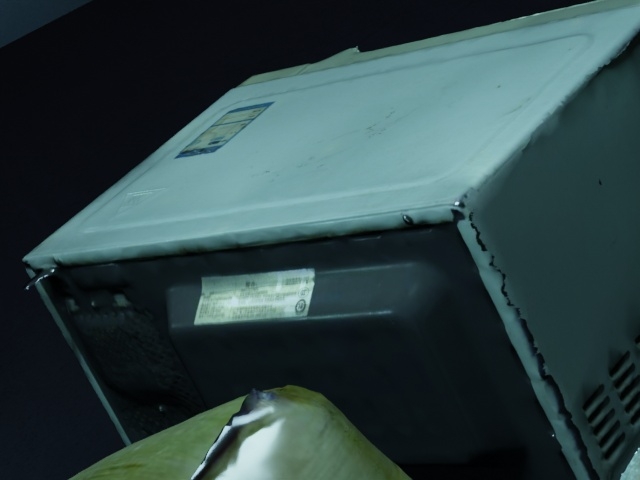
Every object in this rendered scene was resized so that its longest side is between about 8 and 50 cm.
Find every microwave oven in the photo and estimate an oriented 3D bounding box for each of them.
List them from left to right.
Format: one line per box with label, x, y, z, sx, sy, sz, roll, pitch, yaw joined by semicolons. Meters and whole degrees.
microwave oven;0.051;0.023;1.105;0.355;0.218;0.286;-7;28;42

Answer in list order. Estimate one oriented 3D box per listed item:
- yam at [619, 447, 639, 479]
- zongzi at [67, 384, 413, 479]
yam;0.205;0.159;0.748;0.093;0.093;0.259;-28;19;-6
zongzi;-0.160;0.254;0.871;0.393;0.174;0.356;-20;23;45
